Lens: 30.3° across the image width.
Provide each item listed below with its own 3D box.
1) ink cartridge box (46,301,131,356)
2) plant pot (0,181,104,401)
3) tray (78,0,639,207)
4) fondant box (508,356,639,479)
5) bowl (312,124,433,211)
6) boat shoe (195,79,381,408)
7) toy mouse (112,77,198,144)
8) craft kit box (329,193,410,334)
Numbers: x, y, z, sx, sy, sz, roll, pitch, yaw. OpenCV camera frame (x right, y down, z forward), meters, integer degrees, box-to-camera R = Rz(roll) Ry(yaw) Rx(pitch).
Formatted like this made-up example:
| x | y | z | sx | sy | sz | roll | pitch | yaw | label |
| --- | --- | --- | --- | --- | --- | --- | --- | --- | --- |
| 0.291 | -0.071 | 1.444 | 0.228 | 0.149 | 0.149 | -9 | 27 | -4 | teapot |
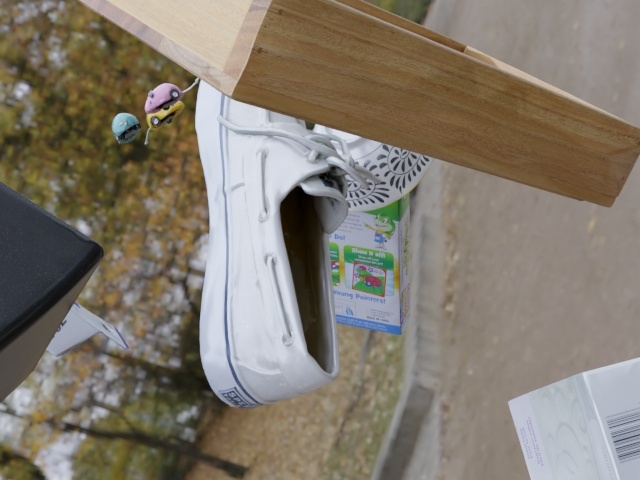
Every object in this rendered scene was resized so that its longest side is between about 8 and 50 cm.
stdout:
| x | y | z | sx | sy | sz | roll | pitch | yaw | label |
| --- | --- | --- | --- | --- | --- | --- | --- | --- | --- |
| -0.385 | 0.048 | 1.432 | 0.065 | 0.332 | 0.165 | -54 | 15 | -6 | ink cartridge box |
| -0.331 | 0.060 | 1.019 | 0.187 | 0.188 | 0.167 | -53 | 7 | 32 | plant pot |
| 0.039 | -0.121 | 0.820 | 0.410 | 0.202 | 0.076 | 12 | -72 | -48 | tray |
| 0.378 | 0.305 | 1.613 | 0.330 | 0.096 | 0.238 | 117 | 139 | -74 | fondant box |
| 0.049 | -0.126 | 1.446 | 0.080 | 0.170 | 0.170 | 51 | -130 | -51 | bowl |
| -0.019 | -0.042 | 1.048 | 0.136 | 0.156 | 0.367 | 32 | -128 | -50 | boat shoe |
| -0.241 | -0.178 | 1.626 | 0.161 | 0.031 | 0.143 | -36 | -6 | 31 | toy mouse |
| 0.000 | 0.000 | 1.634 | 0.061 | 0.249 | 0.247 | -59 | -27 | -47 | craft kit box |
